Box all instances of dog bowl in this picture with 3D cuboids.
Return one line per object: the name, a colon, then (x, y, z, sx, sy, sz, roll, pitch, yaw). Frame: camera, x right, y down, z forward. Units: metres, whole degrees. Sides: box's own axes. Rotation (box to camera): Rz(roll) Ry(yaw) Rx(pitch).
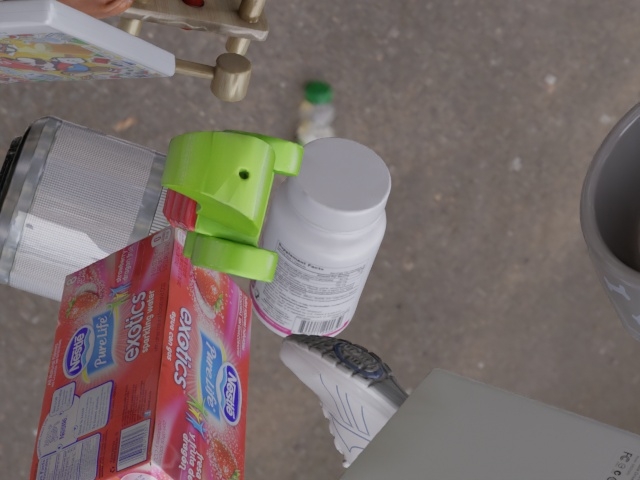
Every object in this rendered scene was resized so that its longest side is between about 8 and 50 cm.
dog bowl: (0.425, -0.047, 1.383, 0.349, 0.349, 0.102, -47, 129, -5)

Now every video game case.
video game case: (-0.272, -0.174, 1.211, 0.227, 0.206, 0.026, 11, 80, -69)

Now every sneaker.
sneaker: (0.056, 0.215, 1.579, 0.111, 0.297, 0.129, 0, 123, -59)

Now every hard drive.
hard drive: (0.191, 0.226, 1.206, 0.203, 0.307, 0.040, -43, 139, -43)

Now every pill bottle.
pill bottle: (0.000, 0.000, 1.867, 0.160, 0.160, 0.283, -27, 153, -32)

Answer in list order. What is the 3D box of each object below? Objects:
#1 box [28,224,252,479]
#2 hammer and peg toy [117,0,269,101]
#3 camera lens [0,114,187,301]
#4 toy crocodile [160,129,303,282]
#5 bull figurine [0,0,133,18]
box: (-0.171, 0.153, 1.325, 0.154, 0.300, 0.142, -24, 130, 22)
hammer and peg toy: (-0.217, -0.391, 2.164, 0.266, 0.361, 0.127, 7, 132, -20)
camera lens: (-0.270, -0.021, 1.690, 0.219, 0.274, 0.219, -162, -90, -82)
toy crocodile: (-0.086, -0.036, 1.108, 0.340, 0.105, 0.115, -167, -89, -80)
bull figurine: (-0.395, -0.396, 2.057, 0.101, 0.310, 0.188, 50, 52, -50)
